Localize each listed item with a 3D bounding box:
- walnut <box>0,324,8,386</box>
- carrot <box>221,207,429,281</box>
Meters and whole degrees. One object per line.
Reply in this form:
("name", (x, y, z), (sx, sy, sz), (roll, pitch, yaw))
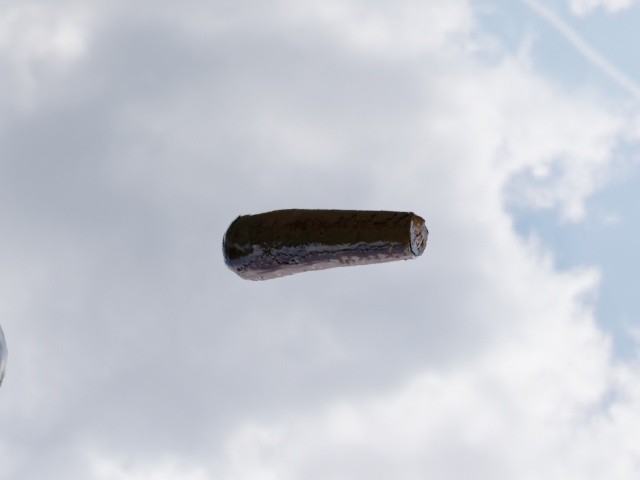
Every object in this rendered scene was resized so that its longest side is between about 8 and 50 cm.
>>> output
("walnut", (-0.325, 0.085, 1.042), (0.198, 0.198, 0.245), (-13, -167, -19))
("carrot", (0.000, 0.000, 1.086), (0.161, 0.055, 0.055), (-5, -153, 28))
